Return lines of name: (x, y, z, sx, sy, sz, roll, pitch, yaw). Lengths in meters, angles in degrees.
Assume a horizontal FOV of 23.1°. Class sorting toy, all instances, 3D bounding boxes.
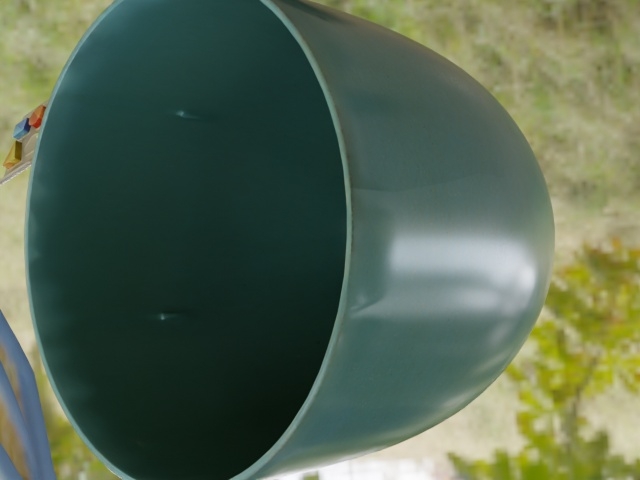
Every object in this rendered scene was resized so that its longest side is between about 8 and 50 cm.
sorting toy: (-0.191, -0.074, 1.055, 0.012, 0.062, 0.083, 31, 150, -25)

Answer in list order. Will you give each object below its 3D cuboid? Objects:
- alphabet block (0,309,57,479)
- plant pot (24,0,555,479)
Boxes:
alphabet block: (-0.209, 0.081, 0.536, 0.197, 0.192, 0.193, -21, -140, -3)
plant pot: (0.000, 0.000, 0.945, 0.235, 0.293, 0.293, 3, 177, -43)
